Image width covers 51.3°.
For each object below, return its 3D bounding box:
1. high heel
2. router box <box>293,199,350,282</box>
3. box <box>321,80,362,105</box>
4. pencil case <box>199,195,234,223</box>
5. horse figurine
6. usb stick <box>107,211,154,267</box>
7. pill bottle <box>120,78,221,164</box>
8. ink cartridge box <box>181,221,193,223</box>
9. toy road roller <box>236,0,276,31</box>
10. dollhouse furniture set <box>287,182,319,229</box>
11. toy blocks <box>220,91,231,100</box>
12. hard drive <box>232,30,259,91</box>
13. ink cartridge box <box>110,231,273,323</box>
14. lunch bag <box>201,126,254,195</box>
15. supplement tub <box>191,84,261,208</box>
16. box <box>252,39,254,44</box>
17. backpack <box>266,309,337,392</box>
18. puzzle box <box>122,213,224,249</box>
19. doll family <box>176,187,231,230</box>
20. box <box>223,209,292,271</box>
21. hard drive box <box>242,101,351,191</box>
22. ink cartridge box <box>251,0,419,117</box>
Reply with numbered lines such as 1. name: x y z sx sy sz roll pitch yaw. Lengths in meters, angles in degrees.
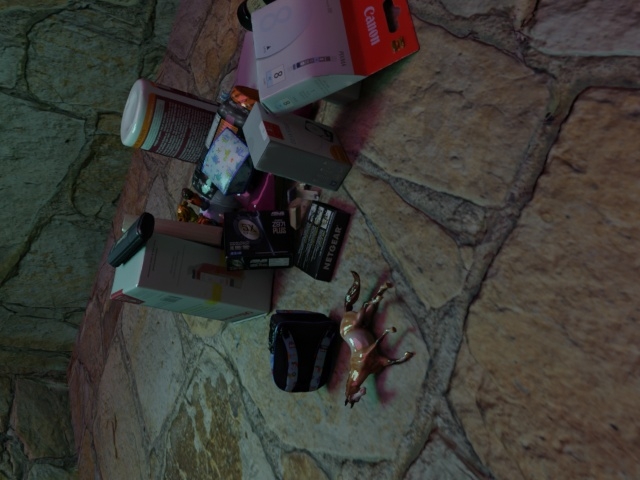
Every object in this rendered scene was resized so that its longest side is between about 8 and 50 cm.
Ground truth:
1. high heel: -0.093 -0.218 1.900 0.181 0.127 0.377 42 111 17
2. router box: 0.000 0.000 1.658 0.133 0.046 0.178 30 105 59
3. box: 0.039 -0.404 1.696 0.102 0.101 0.087 -2 77 61
4. pencil case: -0.338 -0.106 2.221 0.124 0.113 0.272 0 75 22
5. horse figurine: 0.095 0.196 1.398 0.174 0.066 0.263 -46 44 33
6. usb stick: -0.500 0.002 1.748 0.278 0.045 0.077 -30 50 52
7. pill bottle: -0.442 -0.374 2.219 0.224 0.392 0.223 -32 51 52
8. ink cartridge box: -0.439 -0.026 2.352 0.052 0.123 0.088 -61 32 34
9. toy road roller: -0.055 -0.612 1.898 0.203 0.241 0.329 -16 103 57
10. dollhouse furniture set: -0.031 -0.089 1.787 0.081 0.091 0.114 10 115 22
11. toy blocks: -0.263 -0.415 2.175 0.054 0.148 0.123 7 84 61
12. hard drive: -0.189 -0.609 2.228 0.353 0.047 0.232 15 92 61
13. ink cartridge box: -0.364 0.115 1.902 0.279 0.385 0.160 -21 58 56
14. lunch bag: -0.249 -0.222 1.869 0.129 0.096 0.151 43 126 26
15. supplement tub: -0.246 -0.285 2.034 0.337 0.207 0.207 -64 32 20
16. box: -0.145 -0.642 2.060 0.169 0.059 0.054 -3 73 58
17. backpack: -0.047 0.257 1.540 0.117 0.158 0.173 -149 63 -68
18. puzzle box: -0.419 0.022 1.993 0.409 0.272 0.052 111 166 -73
19. doll family: -0.354 -0.063 2.064 0.263 0.163 0.118 29 87 19
20. box: -0.170 -0.001 1.805 0.077 0.180 0.147 98 168 -57
21. hard drive box: -0.061 -0.234 1.669 0.089 0.232 0.181 -57 35 31
22. ink cartridge box: 0.020 -0.503 1.608 0.385 0.091 0.308 -21 56 21
